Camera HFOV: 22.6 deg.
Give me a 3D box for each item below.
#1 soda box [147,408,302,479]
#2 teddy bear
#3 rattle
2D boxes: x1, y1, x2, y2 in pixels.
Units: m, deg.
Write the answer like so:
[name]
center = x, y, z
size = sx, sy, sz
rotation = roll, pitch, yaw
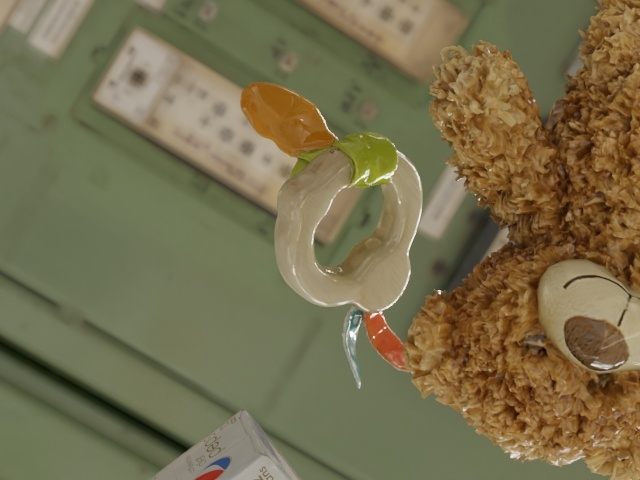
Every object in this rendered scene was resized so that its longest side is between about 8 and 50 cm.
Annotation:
[soda box]
center = 0.004, 0.184, 0.711
size = 0.074, 0.216, 0.069
rotation = -36, -166, -2
[teddy bear]
center = 0.178, -0.042, 0.846
size = 0.338, 0.245, 0.113
rotation = -47, -159, -19
[rattle]
center = 0.000, 0.000, 1.191
size = 0.130, 0.143, 0.199
rotation = -52, 143, -30
